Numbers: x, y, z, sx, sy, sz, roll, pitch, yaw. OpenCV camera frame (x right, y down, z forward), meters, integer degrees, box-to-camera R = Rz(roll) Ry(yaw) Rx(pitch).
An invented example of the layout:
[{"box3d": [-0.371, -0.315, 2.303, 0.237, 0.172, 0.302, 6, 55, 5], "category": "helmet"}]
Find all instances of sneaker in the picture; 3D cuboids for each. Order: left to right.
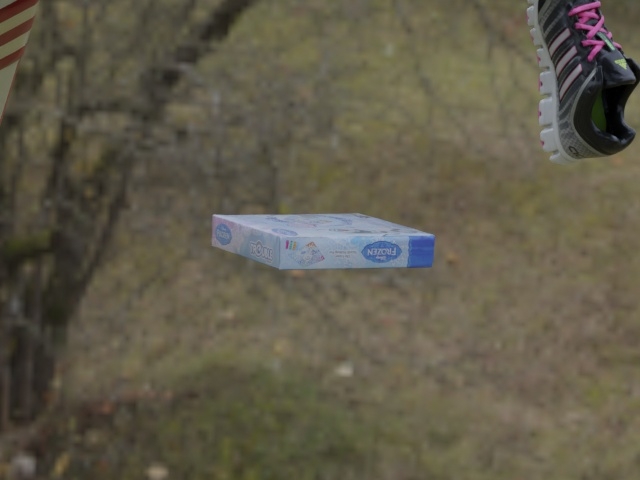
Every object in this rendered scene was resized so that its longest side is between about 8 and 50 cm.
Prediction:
[{"box3d": [0.199, -0.137, 1.419, 0.063, 0.170, 0.074, -17, 18, -42], "category": "sneaker"}]

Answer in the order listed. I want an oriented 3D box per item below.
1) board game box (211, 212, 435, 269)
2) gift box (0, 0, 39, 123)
[{"box3d": [0.000, 0.000, 1.028, 0.090, 0.020, 0.090, 0, 8, -26], "category": "board game box"}, {"box3d": [-0.285, -0.163, 0.920, 0.258, 0.255, 0.276, -34, 79, -36], "category": "gift box"}]
